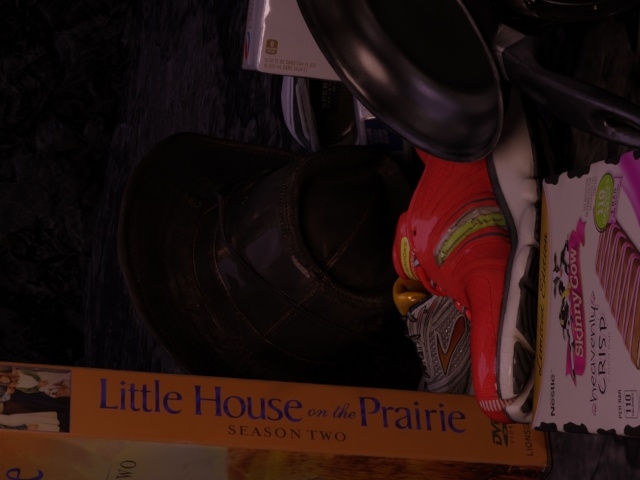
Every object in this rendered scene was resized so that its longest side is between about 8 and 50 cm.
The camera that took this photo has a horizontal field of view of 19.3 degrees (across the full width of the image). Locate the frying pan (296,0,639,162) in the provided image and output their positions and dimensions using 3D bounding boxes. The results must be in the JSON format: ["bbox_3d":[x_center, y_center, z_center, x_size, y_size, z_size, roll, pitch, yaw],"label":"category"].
[{"bbox_3d":[0.083,-0.139,1.155,0.197,0.053,0.326,57,157,-14],"label":"frying pan"}]

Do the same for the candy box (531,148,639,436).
[{"bbox_3d":[0.191,0.032,1.044,0.233,0.071,0.159,158,115,-76],"label":"candy box"}]

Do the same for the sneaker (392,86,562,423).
[{"bbox_3d":[0.106,0.017,1.252,0.107,0.118,0.279,55,-154,-40],"label":"sneaker"}]

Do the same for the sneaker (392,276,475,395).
[{"bbox_3d":[0.092,0.056,1.402,0.088,0.092,0.225,-111,28,-60],"label":"sneaker"}]

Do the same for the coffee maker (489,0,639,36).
[{"bbox_3d":[0.147,-0.220,1.245,0.178,0.120,0.171,-173,96,-77],"label":"coffee maker"}]

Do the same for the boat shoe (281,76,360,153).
[{"bbox_3d":[0.028,-0.227,1.775,0.119,0.121,0.335,-124,30,-58],"label":"boat shoe"}]

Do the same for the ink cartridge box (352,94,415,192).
[{"bbox_3d":[0.045,-0.173,1.595,0.223,0.045,0.224,75,-171,-73],"label":"ink cartridge box"}]

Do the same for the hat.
[{"bbox_3d":[0.000,0.000,1.474,0.134,0.331,0.331,-47,34,33],"label":"hat"}]

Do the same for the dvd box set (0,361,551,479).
[{"bbox_3d":[-0.080,0.200,1.364,0.308,0.420,0.062,114,157,-51],"label":"dvd box set"}]

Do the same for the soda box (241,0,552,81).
[{"bbox_3d":[0.055,-0.147,1.361,0.069,0.216,0.074,-152,68,-75],"label":"soda box"}]
